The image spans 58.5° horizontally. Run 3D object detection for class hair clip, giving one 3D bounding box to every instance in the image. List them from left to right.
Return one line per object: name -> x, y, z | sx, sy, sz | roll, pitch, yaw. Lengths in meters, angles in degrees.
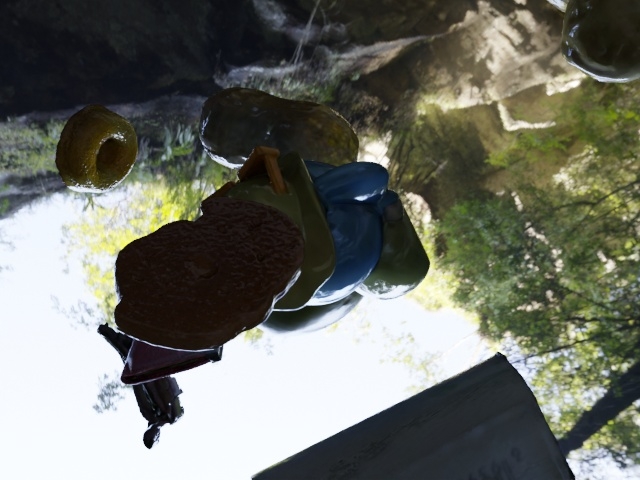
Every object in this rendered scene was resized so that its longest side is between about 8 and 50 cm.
hair clip -> -0.250, 0.190, 0.812 | 0.056, 0.146, 0.187 | -25, -102, -44

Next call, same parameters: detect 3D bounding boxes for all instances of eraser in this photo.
eraser -> 0.081, 0.214, 0.449 | 0.226, 0.081, 0.174 | -22, -97, -11

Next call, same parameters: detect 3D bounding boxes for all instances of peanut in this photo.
peanut -> 0.264, -0.235, 0.507 | 0.137, 0.122, 0.253 | -9, -130, 18

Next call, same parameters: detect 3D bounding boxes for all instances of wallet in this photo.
wallet -> -0.167, 0.077, 0.711 | 0.119, 0.025, 0.232 | -16, -148, 8

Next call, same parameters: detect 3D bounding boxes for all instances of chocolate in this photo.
chocolate -> -0.074, -0.152, 0.851 | 0.309, 0.134, 0.134 | 26, -126, 38

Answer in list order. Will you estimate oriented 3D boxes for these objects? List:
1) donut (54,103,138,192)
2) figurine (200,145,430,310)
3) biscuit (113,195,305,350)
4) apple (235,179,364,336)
donut -> -0.362, -0.148, 0.943 | 0.058, 0.152, 0.152 | 17, -119, 18
figurine -> 0.002, 0.003, 0.561 | 0.179, 0.262, 0.154 | -1, -105, 28
biscuit -> -0.067, 0.017, 0.352 | 0.102, 0.019, 0.130 | 25, -135, 24
apple -> -0.053, 0.021, 1.170 | 0.357, 0.357, 0.357 | 7, -113, -16
